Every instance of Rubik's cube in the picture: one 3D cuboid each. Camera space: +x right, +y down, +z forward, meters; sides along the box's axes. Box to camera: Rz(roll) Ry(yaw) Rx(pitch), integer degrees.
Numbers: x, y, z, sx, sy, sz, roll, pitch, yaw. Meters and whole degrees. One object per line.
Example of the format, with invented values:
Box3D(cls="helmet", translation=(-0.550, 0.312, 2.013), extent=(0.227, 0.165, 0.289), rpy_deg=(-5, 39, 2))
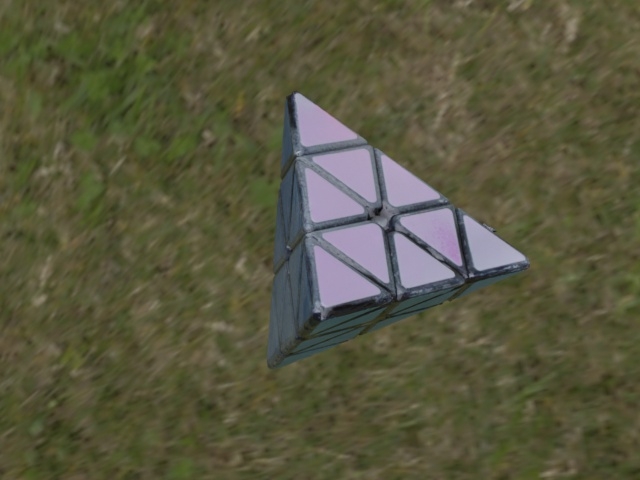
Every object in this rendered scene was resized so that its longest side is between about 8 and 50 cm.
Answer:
Box3D(cls="Rubik's cube", translation=(0.000, 0.000, 1.307), extent=(0.211, 0.178, 0.190), rpy_deg=(-27, 97, 16))
